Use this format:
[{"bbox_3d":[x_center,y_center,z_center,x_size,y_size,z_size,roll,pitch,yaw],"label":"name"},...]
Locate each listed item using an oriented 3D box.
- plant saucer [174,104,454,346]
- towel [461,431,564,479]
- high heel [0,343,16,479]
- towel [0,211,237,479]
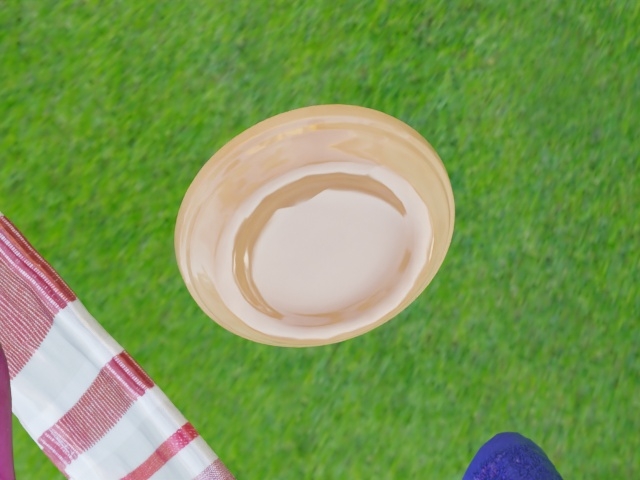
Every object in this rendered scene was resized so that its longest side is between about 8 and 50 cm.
[{"bbox_3d":[0.000,0.000,1.125,0.200,0.037,0.200,-7,127,-10],"label":"plant saucer"},{"bbox_3d":[0.162,0.254,0.742,0.076,0.308,0.228,-34,125,2],"label":"towel"},{"bbox_3d":[-0.278,0.070,0.861,0.377,0.127,0.181,-10,105,61],"label":"high heel"},{"bbox_3d":[-0.188,0.123,1.243,0.329,0.037,0.237,48,150,2],"label":"towel"}]
